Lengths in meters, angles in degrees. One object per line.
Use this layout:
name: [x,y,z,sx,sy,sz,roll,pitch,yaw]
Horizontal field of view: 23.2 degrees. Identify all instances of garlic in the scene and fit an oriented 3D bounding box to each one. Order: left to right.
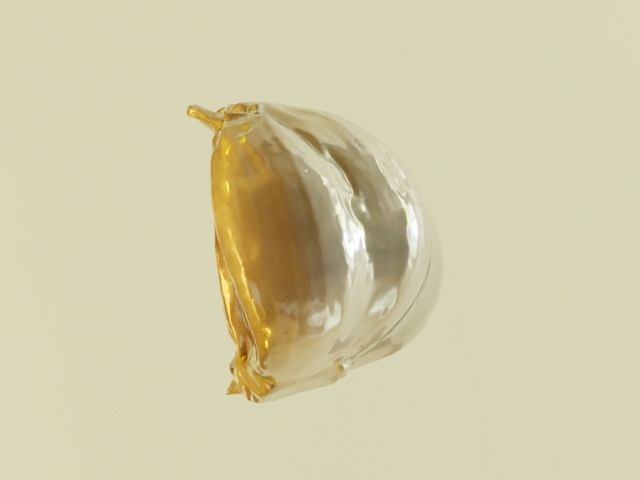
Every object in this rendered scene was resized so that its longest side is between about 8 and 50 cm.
garlic: [0.000,0.000,0.913,0.142,0.229,0.178,-8,-92,0]
